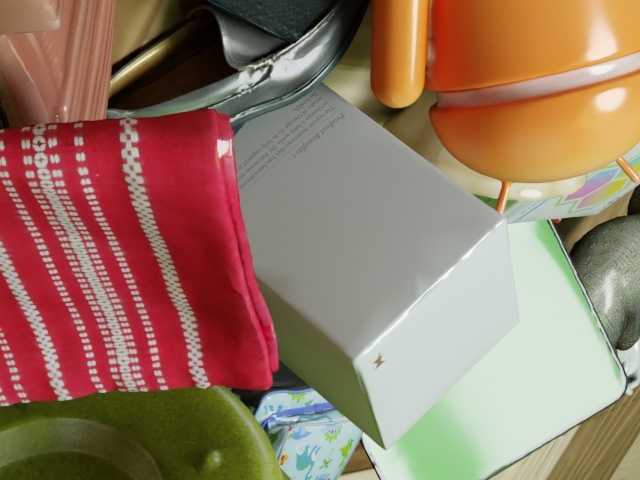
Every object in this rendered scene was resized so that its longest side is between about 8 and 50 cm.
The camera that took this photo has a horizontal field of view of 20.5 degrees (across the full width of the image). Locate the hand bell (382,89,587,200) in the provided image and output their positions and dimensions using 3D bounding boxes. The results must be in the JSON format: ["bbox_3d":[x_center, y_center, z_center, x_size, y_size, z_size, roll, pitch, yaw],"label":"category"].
[{"bbox_3d":[0.115,-0.157,0.993,0.126,0.126,0.242,-17,126,-46],"label":"hand bell"}]

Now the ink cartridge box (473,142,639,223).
[{"bbox_3d":[0.188,-0.068,1.180,0.109,0.062,0.209,-38,161,31],"label":"ink cartridge box"}]

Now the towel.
[{"bbox_3d":[-0.157,0.022,0.671,0.274,0.031,0.199,-6,151,-1],"label":"towel"}]

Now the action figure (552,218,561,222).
[{"bbox_3d":[0.146,-0.033,1.239,0.038,0.030,0.115,-54,150,17],"label":"action figure"}]

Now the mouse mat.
[{"bbox_3d":[0.102,0.081,1.183,0.189,0.153,0.007,-28,-172,-13],"label":"mouse mat"}]

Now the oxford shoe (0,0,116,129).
[{"bbox_3d":[-0.157,-0.088,0.665,0.397,0.146,0.141,96,-2,-61],"label":"oxford shoe"}]

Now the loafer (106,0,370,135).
[{"bbox_3d":[-0.042,-0.092,0.863,0.170,0.062,0.061,-45,146,-14],"label":"loafer"}]

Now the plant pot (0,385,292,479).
[{"bbox_3d":[-0.102,0.256,0.927,0.366,0.366,0.353,-38,138,-23],"label":"plant pot"}]

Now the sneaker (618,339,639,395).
[{"bbox_3d":[0.207,0.091,1.403,0.258,0.091,0.094,-46,151,-10],"label":"sneaker"}]

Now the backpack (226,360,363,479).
[{"bbox_3d":[-0.036,0.130,1.105,0.105,0.084,0.114,-2,128,-52],"label":"backpack"}]

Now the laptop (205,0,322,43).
[{"bbox_3d":[0.021,-0.202,0.706,0.234,0.136,0.264,22,104,-49],"label":"laptop"}]

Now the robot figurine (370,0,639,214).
[{"bbox_3d":[0.103,-0.124,0.898,0.158,0.128,0.219,-31,110,-60],"label":"robot figurine"}]

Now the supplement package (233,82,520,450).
[{"bbox_3d":[0.000,0.000,0.902,0.105,0.179,0.105,-42,150,-16],"label":"supplement package"}]

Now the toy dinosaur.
[{"bbox_3d":[0.192,0.051,1.287,0.313,0.121,0.160,-34,167,-12],"label":"toy dinosaur"}]
